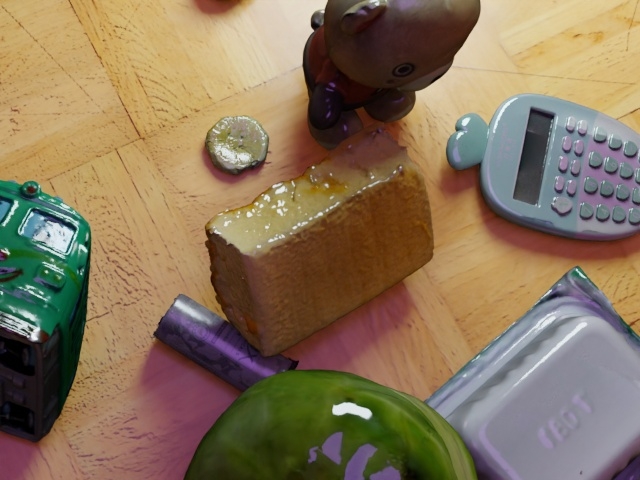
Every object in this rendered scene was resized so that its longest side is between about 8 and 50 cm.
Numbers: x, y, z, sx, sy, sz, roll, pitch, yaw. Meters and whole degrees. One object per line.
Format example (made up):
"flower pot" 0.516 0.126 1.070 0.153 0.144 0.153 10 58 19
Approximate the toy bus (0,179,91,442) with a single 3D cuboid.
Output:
"toy bus" -0.355 0.076 1.720 0.183 0.343 0.199 21 62 -1

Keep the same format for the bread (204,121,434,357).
"bread" 0.000 0.000 1.840 0.274 0.185 0.114 -32 45 -25

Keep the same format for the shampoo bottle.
"shampoo bottle" -0.098 0.145 1.867 0.214 0.072 0.072 31 73 2

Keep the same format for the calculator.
"calculator" 0.309 -0.096 2.001 0.298 0.041 0.186 14 73 -5

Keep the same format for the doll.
"doll" 0.075 -0.246 1.861 0.235 0.330 0.174 -24 82 -27

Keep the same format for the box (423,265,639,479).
"box" 0.295 0.221 1.875 0.336 0.106 0.264 -40 82 -16

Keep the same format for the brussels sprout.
"brussels sprout" 0.034 0.312 1.725 0.371 0.276 0.315 42 82 6

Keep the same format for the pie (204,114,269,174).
"pie" -0.107 -0.125 1.969 0.084 0.020 0.084 2 74 -9
